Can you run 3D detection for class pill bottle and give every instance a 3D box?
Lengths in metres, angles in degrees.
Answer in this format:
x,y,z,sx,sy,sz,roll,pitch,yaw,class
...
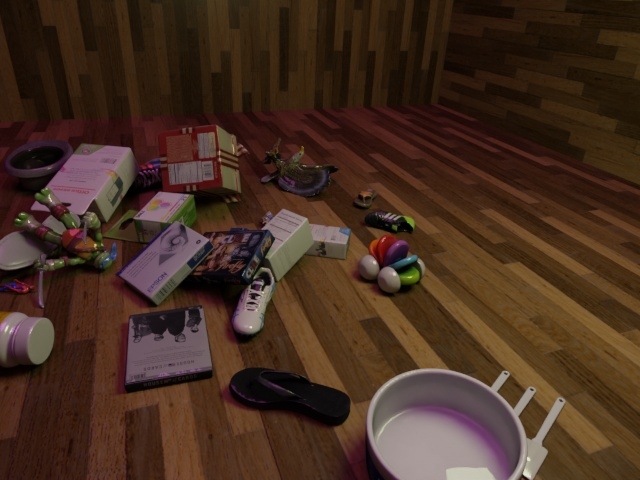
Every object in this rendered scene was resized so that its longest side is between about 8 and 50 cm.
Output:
x,y,z,sx,sy,sz,roll,pitch,yaw,class
-0.698,0.210,1.020,0.208,0.119,0.119,2,28,1,pill bottle

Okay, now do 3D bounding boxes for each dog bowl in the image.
x,y,z,sx,sy,sz,roll,pitch,yaw,class
0.209,0.355,0.826,0.264,0.104,0.265,-1,30,1,dog bowl

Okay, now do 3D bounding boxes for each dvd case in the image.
x,y,z,sx,sy,sz,roll,pitch,yaw,class
-0.349,0.238,1.095,0.179,0.030,0.239,-6,30,-16,dvd case

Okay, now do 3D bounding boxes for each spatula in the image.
x,y,z,sx,sy,sz,roll,pitch,yaw,class
0.387,0.350,0.963,0.168,0.019,0.242,23,34,34,spatula

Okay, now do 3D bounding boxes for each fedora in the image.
x,y,z,sx,sy,sz,roll,pitch,yaw,class
-1.108,-0.286,1.904,0.243,0.124,0.276,-6,38,-12,fedora

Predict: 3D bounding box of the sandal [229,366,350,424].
x,y,z,sx,sy,sz,roll,pitch,yaw,class
-0.061,0.301,0.975,0.254,0.055,0.097,9,29,11,sandal

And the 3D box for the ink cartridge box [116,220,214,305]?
x,y,z,sx,sy,sz,roll,pitch,yaw,class
-0.444,0.046,1.330,0.223,0.045,0.223,23,62,35,ink cartridge box

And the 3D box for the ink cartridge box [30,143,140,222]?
x,y,z,sx,sy,sz,roll,pitch,yaw,class
-0.817,-0.184,1.683,0.206,0.119,0.354,6,48,8,ink cartridge box

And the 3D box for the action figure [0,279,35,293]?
x,y,z,sx,sy,sz,roll,pitch,yaw,class
-0.816,0.123,1.271,0.115,0.030,0.038,6,23,1,action figure

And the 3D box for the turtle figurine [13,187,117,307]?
x,y,z,sx,sy,sz,roll,pitch,yaw,class
-0.710,-0.014,1.301,0.266,0.198,0.274,37,28,5,turtle figurine

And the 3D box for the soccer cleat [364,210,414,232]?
x,y,z,sx,sy,sz,roll,pitch,yaw,class
0.245,-0.063,1.683,0.178,0.060,0.072,6,30,1,soccer cleat

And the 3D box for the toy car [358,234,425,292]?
x,y,z,sx,sy,sz,roll,pitch,yaw,class
0.210,0.055,1.374,0.159,0.136,0.182,-18,34,-34,toy car

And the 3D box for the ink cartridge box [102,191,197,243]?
x,y,z,sx,sy,sz,roll,pitch,yaw,class
-0.568,-0.080,1.582,0.255,0.097,0.189,7,34,7,ink cartridge box

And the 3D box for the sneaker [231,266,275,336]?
x,y,z,sx,sy,sz,roll,pitch,yaw,class
-0.170,0.152,1.213,0.085,0.086,0.237,6,30,3,sneaker

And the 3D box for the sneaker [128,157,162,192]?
x,y,z,sx,sy,sz,roll,pitch,yaw,class
-0.706,-0.247,1.899,0.301,0.108,0.121,-15,33,-15,sneaker

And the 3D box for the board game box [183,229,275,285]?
x,y,z,sx,sy,sz,roll,pitch,yaw,class
-0.260,0.045,1.312,0.243,0.042,0.165,-2,46,32,board game box

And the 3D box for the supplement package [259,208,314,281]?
x,y,z,sx,sy,sz,roll,pitch,yaw,class
-0.118,0.012,1.401,0.105,0.105,0.179,22,55,33,supplement package

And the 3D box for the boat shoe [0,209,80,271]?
x,y,z,sx,sy,sz,roll,pitch,yaw,class
-0.840,0.013,1.412,0.114,0.091,0.302,50,31,-7,boat shoe

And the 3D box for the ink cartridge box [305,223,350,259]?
x,y,z,sx,sy,sz,roll,pitch,yaw,class
0.000,0.000,1.535,0.181,0.062,0.104,8,29,9,ink cartridge box

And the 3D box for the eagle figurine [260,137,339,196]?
x,y,z,sx,sy,sz,roll,pitch,yaw,class
-0.093,-0.297,2.003,0.298,0.225,0.226,32,74,-5,eagle figurine

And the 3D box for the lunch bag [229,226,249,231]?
x,y,z,sx,sy,sz,roll,pitch,yaw,class
-0.247,0.005,1.466,0.065,0.099,0.067,5,23,-1,lunch bag

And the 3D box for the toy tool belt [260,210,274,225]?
x,y,z,sx,sy,sz,roll,pitch,yaw,class
-0.181,-0.064,1.665,0.051,0.052,0.083,-35,32,-3,toy tool belt

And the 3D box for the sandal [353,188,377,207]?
x,y,z,sx,sy,sz,roll,pitch,yaw,class
0.182,-0.178,1.899,0.072,0.049,0.180,13,30,19,sandal

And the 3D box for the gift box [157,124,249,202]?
x,y,z,sx,sy,sz,roll,pitch,yaw,class
-0.412,-0.269,1.748,0.276,0.255,0.258,-1,1,5,gift box
